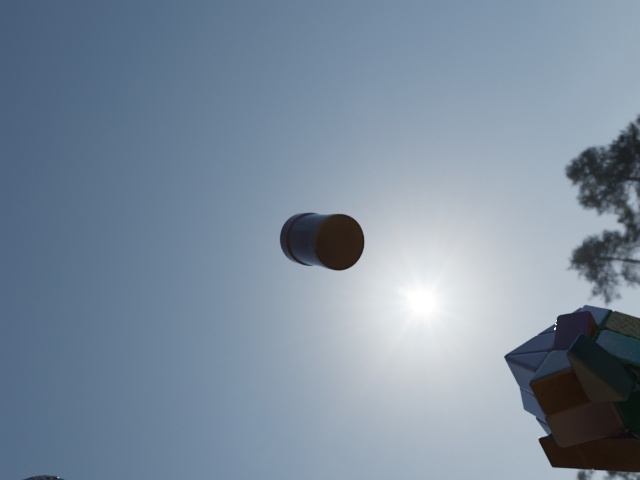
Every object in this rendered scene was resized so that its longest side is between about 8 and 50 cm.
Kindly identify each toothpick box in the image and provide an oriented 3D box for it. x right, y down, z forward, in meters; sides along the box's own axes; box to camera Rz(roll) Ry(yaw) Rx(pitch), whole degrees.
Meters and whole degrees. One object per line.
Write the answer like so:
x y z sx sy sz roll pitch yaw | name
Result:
0.000 0.000 1.092 0.098 0.149 0.099 -2 -86 -26 | toothpick box

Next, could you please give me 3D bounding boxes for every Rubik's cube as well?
0.665 0.340 1.452 0.387 0.368 0.358 -31 -83 -8 | Rubik's cube

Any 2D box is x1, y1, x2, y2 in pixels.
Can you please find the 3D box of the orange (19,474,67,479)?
-0.442 0.477 0.922 0.234 0.234 0.182 -46 -58 -32 | orange
